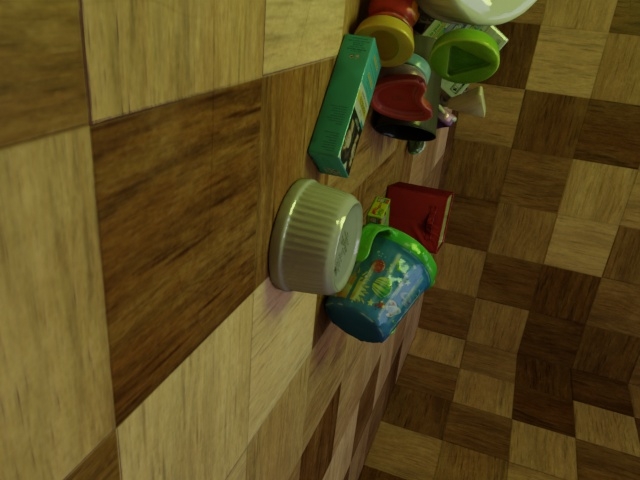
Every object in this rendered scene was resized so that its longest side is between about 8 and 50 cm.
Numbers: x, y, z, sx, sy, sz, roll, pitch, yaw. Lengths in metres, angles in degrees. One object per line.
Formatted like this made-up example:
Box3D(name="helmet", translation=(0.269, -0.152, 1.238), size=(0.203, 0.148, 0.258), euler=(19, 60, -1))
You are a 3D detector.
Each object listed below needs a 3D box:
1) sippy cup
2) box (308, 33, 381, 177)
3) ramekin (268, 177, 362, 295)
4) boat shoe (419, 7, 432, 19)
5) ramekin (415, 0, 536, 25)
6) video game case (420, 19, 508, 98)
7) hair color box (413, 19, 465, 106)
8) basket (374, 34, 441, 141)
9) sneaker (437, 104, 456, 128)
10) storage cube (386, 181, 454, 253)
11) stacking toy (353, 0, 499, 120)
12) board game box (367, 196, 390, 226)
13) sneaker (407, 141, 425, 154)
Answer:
Box3D(name="sippy cup", translation=(0.130, 0.116, 1.367), size=(0.240, 0.305, 0.224), euler=(-18, -147, 57))
Box3D(name="box", translation=(0.049, -0.249, 1.053), size=(0.100, 0.060, 0.244), euler=(50, 54, -70))
Box3D(name="ramekin", translation=(0.000, 0.000, 1.001), size=(0.207, 0.109, 0.207), euler=(13, 90, -74))
Box3D(name="boat shoe", translation=(0.254, -0.630, 1.363), size=(0.324, 0.123, 0.116), euler=(-38, 135, -79))
Box3D(name="ramekin", translation=(0.307, -0.540, 1.056), size=(0.135, 0.277, 0.277), euler=(-123, -149, -55))
Box3D(name="video game case", translation=(0.372, -0.530, 1.551), size=(0.212, 0.193, 0.023), euler=(-49, -166, 16))
Box3D(name="hair color box", translation=(0.357, -0.568, 1.628), size=(0.105, 0.174, 0.347), euler=(-41, 141, -63))
Box3D(name="basket", translation=(0.229, -0.378, 1.410), size=(0.204, 0.154, 0.226), euler=(7, 93, -75))
Box3D(name="sneaker", translation=(0.276, -0.321, 1.554), size=(0.095, 0.236, 0.104), euler=(32, 88, -28))
Box3D(name="storage cube", translation=(0.311, -0.080, 1.825), size=(0.215, 0.193, 0.183), euler=(-28, 129, -68))
Box3D(name="stacking toy", translation=(0.224, -0.384, 1.169), size=(0.309, 0.280, 0.130), euler=(64, 35, -66))
Box3D(name="board game box", translation=(0.167, -0.028, 1.651), size=(0.092, 0.043, 0.181), euler=(-60, 156, -44))
Box3D(name="sneaker", translation=(0.324, -0.368, 1.908), size=(0.076, 0.065, 0.166), euler=(47, 52, -51))
